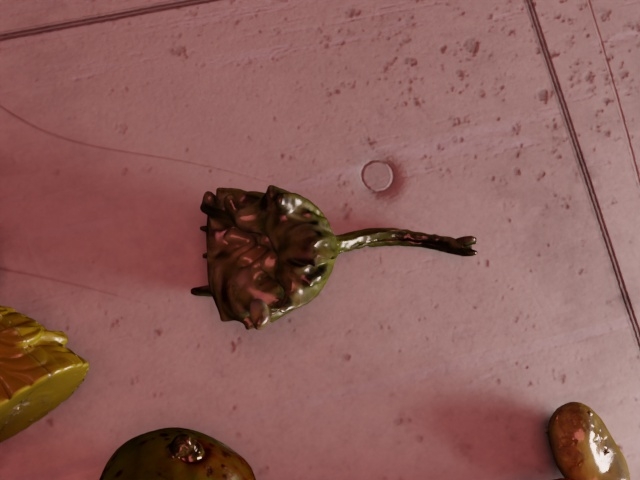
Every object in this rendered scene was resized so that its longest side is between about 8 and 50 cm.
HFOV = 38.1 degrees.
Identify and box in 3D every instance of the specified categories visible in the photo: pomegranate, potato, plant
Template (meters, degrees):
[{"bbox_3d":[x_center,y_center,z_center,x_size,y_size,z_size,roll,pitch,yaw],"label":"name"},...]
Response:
[{"bbox_3d":[-0.163,0.338,1.055,0.198,0.198,0.246,1,80,-7],"label":"pomegranate"},{"bbox_3d":[0.342,0.273,1.194,0.092,0.070,0.138,-28,91,-43],"label":"potato"},{"bbox_3d":[-0.002,0.034,1.194,0.333,0.251,0.180,11,96,-42],"label":"plant"}]

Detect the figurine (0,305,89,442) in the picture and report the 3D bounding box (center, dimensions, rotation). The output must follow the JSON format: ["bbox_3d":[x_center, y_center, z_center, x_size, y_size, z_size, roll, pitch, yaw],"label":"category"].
[{"bbox_3d":[-0.426,0.070,1.096,0.168,0.187,0.315,-30,77,-23],"label":"figurine"}]

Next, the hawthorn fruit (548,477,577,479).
[{"bbox_3d":[0.305,0.381,1.122,0.189,0.189,0.189,2,78,-7],"label":"hawthorn fruit"}]
